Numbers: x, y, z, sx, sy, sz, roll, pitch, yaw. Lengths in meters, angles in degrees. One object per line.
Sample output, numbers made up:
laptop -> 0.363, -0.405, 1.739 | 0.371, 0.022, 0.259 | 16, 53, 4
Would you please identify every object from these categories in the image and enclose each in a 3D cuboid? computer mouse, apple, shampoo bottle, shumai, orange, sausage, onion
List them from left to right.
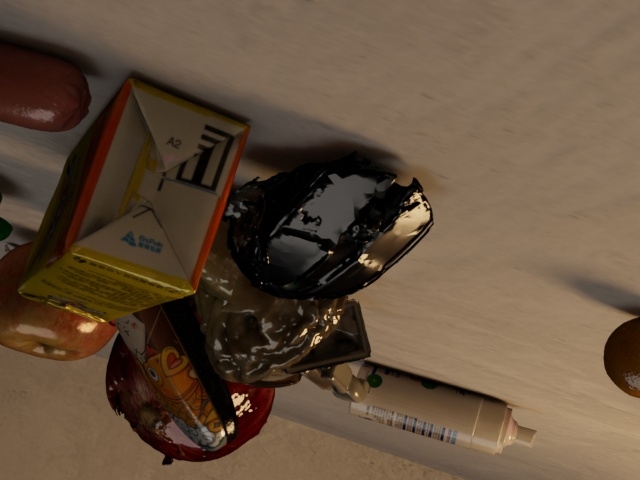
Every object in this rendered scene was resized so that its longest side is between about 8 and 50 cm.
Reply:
sausage -> -0.254, -0.125, 0.904 | 0.154, 0.062, 0.062 | 15, 166, 10
apple -> -0.396, 0.090, 1.730 | 0.210, 0.164, 0.209 | 7, 159, 3
onion -> -0.202, 0.215, 1.839 | 0.276, 0.276, 0.276 | 17, 166, 4
shumai -> -0.079, 0.037, 1.153 | 0.176, 0.166, 0.206 | 34, 135, -22
computer mouse -> 0.000, 0.000, 0.974 | 0.147, 0.077, 0.242 | 15, 152, -28
shampoo bottle -> 0.203, 0.283, 1.895 | 0.303, 0.092, 0.092 | 14, 166, 11
orange -> 0.313, 0.112, 1.102 | 0.085, 0.085, 0.085 | 17, 166, 4

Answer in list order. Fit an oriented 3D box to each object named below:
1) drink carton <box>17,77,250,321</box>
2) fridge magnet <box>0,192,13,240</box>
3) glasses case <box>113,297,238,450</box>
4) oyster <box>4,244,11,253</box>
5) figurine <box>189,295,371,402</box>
drink carton -> -0.182, -0.019, 1.037 | 0.111, 0.154, 0.351 | 22, 166, -17
fridge magnet -> -0.476, -0.052, 1.415 | 0.208, 0.088, 0.208 | 18, 167, 4
glasses case -> -0.191, 0.105, 1.370 | 0.321, 0.082, 0.122 | 64, 161, -10
oyster -> -0.473, 0.034, 1.876 | 0.093, 0.034, 0.051 | 22, 174, -35
figurine -> -0.068, 0.103, 1.408 | 0.308, 0.143, 0.308 | 43, 156, 25
